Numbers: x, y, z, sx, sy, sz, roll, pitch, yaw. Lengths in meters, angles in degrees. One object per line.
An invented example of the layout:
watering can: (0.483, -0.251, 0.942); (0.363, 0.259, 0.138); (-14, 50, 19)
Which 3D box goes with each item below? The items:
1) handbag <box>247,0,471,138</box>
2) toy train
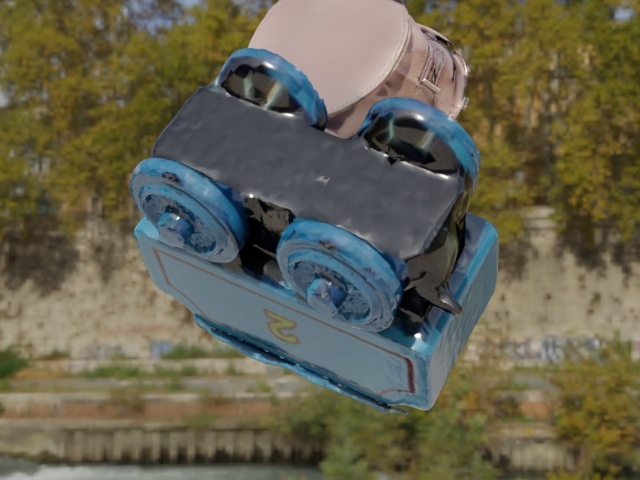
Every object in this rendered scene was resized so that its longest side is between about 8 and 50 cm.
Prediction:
handbag: (0.034, -0.169, 1.107); (0.205, 0.179, 0.116); (33, -6, 42)
toy train: (0.000, 0.000, 0.935); (0.300, 0.188, 0.265); (22, -30, 21)
